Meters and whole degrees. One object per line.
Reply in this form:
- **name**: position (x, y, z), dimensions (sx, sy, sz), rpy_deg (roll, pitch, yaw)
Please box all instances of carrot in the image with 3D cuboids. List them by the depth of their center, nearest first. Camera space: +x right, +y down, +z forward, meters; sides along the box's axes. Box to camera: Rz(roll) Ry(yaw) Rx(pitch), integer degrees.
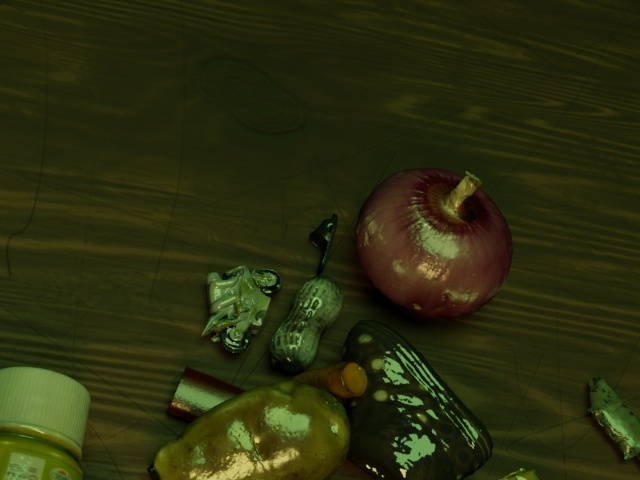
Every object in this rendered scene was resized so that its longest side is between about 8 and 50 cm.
- **carrot**: position (-0.004, 0.281, 1.991), dimensions (0.072, 0.205, 0.072), rpy_deg (16, 68, -44)

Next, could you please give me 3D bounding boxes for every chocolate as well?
- **chocolate**: position (-0.027, 0.172, 2.099), dimensions (0.110, 0.110, 0.248), rpy_deg (27, 59, 1)

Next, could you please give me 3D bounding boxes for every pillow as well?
- **pillow**: position (0.651, 0.406, 2.193), dimensions (0.093, 0.051, 0.241), rpy_deg (-22, 67, -35)

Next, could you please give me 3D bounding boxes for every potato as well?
- **potato**: position (-0.118, 0.380, 1.852), dimensions (0.369, 0.195, 0.176), rpy_deg (-17, 33, -13)

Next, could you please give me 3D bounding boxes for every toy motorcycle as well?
- **toy motorcycle**: position (-0.180, 0.125, 2.101), dimensions (0.152, 0.073, 0.225), rpy_deg (27, 52, 2)

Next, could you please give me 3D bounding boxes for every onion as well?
- **onion**: position (0.269, -0.014, 2.205), dimensions (0.358, 0.345, 0.358), rpy_deg (41, 25, -23)

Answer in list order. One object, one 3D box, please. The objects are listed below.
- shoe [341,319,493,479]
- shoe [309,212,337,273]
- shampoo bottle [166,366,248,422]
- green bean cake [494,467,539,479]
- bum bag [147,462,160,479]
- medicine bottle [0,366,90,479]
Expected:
- **shoe**: position (0.136, 0.348, 1.997), dimensions (0.237, 0.171, 0.384), rpy_deg (-33, 67, -24)
- **shoe**: position (0.000, 0.000, 2.252), dimensions (0.053, 0.062, 0.159), rpy_deg (15, 58, -5)
- **shampoo bottle**: position (-0.160, 0.336, 1.969), dimensions (0.260, 0.064, 0.102), rpy_deg (21, 57, -3)
- **green bean cake**: position (0.301, 0.534, 1.889), dimensions (0.230, 0.224, 0.131), rpy_deg (-17, 67, -25)
- **bum bag**: position (-0.277, 0.458, 1.869), dimensions (0.058, 0.034, 0.124), rpy_deg (-14, 64, -30)
- **medicine bottle**: position (-0.516, 0.423, 1.697), dimensions (0.224, 0.224, 0.384), rpy_deg (12, 55, -10)
